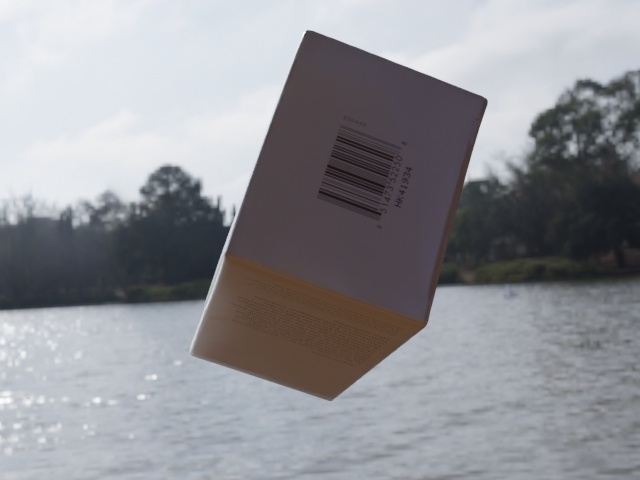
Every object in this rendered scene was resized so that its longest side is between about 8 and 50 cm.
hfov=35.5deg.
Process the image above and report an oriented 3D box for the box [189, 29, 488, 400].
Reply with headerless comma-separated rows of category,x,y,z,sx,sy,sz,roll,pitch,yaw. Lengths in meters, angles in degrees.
box,0.000,0.000,0.941,0.168,0.215,0.345,20,-21,-5
